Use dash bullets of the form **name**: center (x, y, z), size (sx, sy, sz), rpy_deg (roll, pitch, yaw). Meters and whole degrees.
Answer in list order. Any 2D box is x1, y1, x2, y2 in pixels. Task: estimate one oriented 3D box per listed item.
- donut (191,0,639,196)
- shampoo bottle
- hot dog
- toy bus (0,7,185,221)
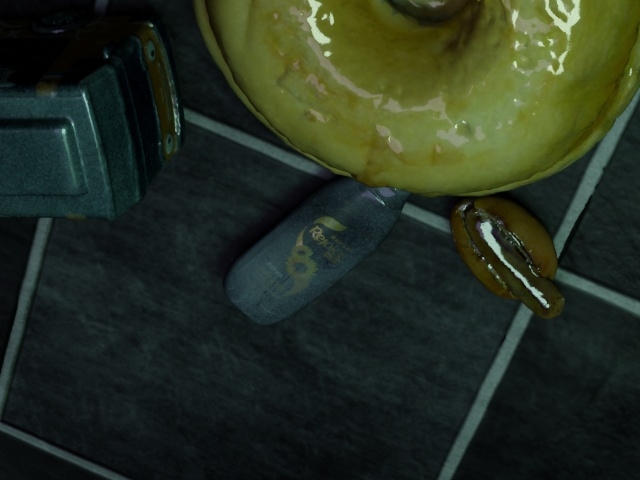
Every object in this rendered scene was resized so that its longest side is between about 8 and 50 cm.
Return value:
- **donut**: center (0.086, -0.238, 1.426), size (0.449, 0.198, 0.449), rpy_deg (8, 122, 13)
- **shampoo bottle**: center (0.000, 0.000, 1.692), size (0.087, 0.049, 0.234), rpy_deg (43, 124, -13)
- **hot dog**: center (0.181, 0.016, 1.637), size (0.090, 0.060, 0.140), rpy_deg (-22, 116, 33)
- **toy bus**: center (-0.312, -0.121, 1.633), size (0.323, 0.194, 0.162), rpy_deg (2, 120, 18)
